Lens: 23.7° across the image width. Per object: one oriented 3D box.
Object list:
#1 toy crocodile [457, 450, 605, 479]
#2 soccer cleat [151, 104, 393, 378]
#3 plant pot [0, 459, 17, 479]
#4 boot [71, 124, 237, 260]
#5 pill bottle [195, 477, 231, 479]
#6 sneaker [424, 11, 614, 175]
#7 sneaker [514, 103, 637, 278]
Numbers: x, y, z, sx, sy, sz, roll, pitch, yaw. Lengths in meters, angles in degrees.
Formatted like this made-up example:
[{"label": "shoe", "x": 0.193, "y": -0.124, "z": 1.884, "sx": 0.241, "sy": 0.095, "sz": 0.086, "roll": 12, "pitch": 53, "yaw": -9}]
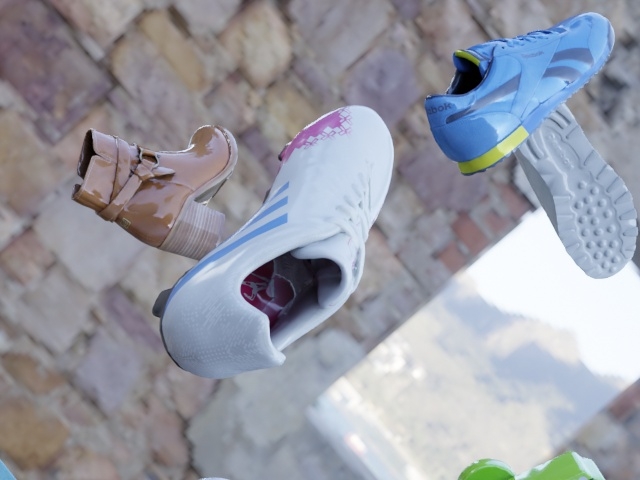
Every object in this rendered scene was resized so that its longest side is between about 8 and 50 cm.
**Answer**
[{"label": "toy crocodile", "x": 0.120, "y": 0.302, "z": 1.461, "sx": 0.105, "sy": 0.340, "sz": 0.115, "roll": 64, "pitch": -2, "yaw": -12}, {"label": "soccer cleat", "x": 0.000, "y": 0.000, "z": 1.286, "sx": 0.143, "sy": 0.331, "sz": 0.116, "roll": -3, "pitch": -53, "yaw": 42}, {"label": "plant pot", "x": -0.372, "y": 0.380, "z": 1.676, "sx": 0.234, "sy": 0.165, "sz": 0.166, "roll": 46, "pitch": -45, "yaw": 1}, {"label": "boot", "x": -0.166, "y": -0.076, "z": 1.524, "sx": 0.152, "sy": 0.073, "sz": 0.197, "roll": 24, "pitch": 35, "yaw": -18}, {"label": "pill bottle", "x": -0.087, "y": 0.279, "z": 1.245, "sx": 0.087, "sy": 0.087, "sz": 0.160, "roll": 50, "pitch": 21, "yaw": -32}, {"label": "sneaker", "x": 0.162, "y": -0.141, "z": 1.231, "sx": 0.069, "sy": 0.209, "sz": 0.082, "roll": -10, "pitch": -63, "yaw": 56}, {"label": "sneaker", "x": 0.267, "y": -0.067, "z": 1.653, "sx": 0.235, "sy": 0.090, "sz": 0.095, "roll": 62, "pitch": -4, "yaw": -16}]
